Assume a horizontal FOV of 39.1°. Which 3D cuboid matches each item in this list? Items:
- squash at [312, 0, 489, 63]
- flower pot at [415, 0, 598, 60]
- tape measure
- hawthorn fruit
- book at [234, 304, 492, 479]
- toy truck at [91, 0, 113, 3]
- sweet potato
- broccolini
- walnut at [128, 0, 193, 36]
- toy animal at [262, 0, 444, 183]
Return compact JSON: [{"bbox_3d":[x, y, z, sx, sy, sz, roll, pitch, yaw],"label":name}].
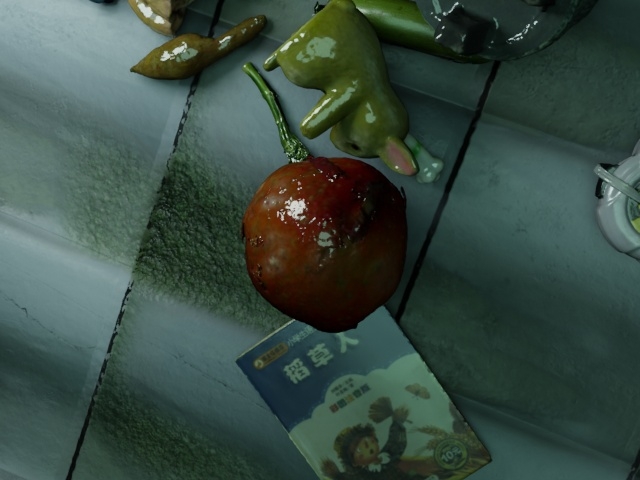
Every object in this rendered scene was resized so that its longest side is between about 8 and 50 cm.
[{"bbox_3d":[0.147,-0.368,1.540,0.331,0.087,0.087,16,101,8],"label":"squash"},{"bbox_3d":[0.285,-0.434,1.363,0.299,0.283,0.299,17,119,32],"label":"flower pot"},{"bbox_3d":[0.560,-0.062,1.507,0.197,0.120,0.236,-26,90,6],"label":"tape measure"},{"bbox_3d":[0.012,0.009,1.522,0.316,0.316,0.316,1,100,9],"label":"hawthorn fruit"},{"bbox_3d":[0.080,0.313,1.685,0.300,0.039,0.428,-35,93,13],"label":"book"},{"bbox_3d":[-0.392,-0.496,1.616,0.074,0.063,0.136,33,100,22],"label":"toy truck"},{"bbox_3d":[-0.219,-0.336,1.607,0.269,0.075,0.075,-19,96,7],"label":"sweet potato"},{"bbox_3d":[-0.075,-0.214,1.619,0.054,0.051,0.239,-29,91,-25],"label":"broccolini"},{"bbox_3d":[-0.249,-0.484,1.555,0.238,0.141,0.204,-29,89,10],"label":"walnut"},{"bbox_3d":[0.057,-0.218,1.517,0.180,0.181,0.363,-21,106,23],"label":"toy animal"}]
